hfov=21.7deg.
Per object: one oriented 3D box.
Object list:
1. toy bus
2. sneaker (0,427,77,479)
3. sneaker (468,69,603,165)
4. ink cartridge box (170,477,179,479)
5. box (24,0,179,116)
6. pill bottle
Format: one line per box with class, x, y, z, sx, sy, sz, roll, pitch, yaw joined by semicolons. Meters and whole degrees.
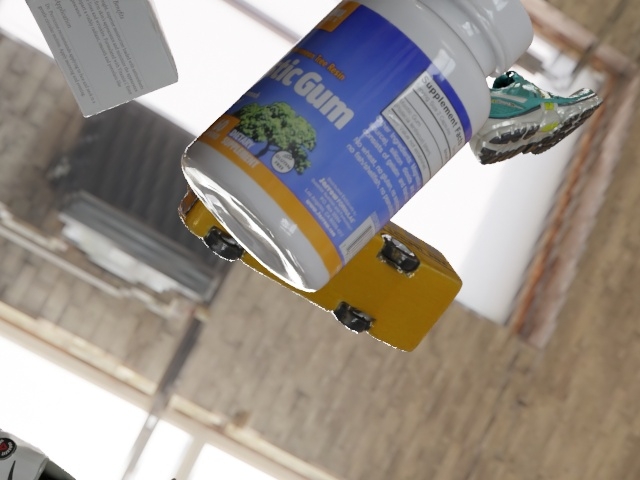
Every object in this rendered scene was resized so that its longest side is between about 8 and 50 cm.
toy bus;0.000;0.000;1.838;0.108;0.332;0.130;-53;-153;14
sneaker;-0.379;0.371;2.247;0.330;0.146;0.122;73;37;-54
sneaker;0.279;-0.180;2.211;0.107;0.275;0.110;-42;-109;37
ink cartridge box;-0.154;0.374;1.712;0.193;0.235;0.088;-42;-127;-5
box;-0.251;-0.270;1.829;0.119;0.181;0.182;-21;-133;0
pill bottle;0.035;-0.103;1.303;0.272;0.152;0.152;-45;-164;-12
